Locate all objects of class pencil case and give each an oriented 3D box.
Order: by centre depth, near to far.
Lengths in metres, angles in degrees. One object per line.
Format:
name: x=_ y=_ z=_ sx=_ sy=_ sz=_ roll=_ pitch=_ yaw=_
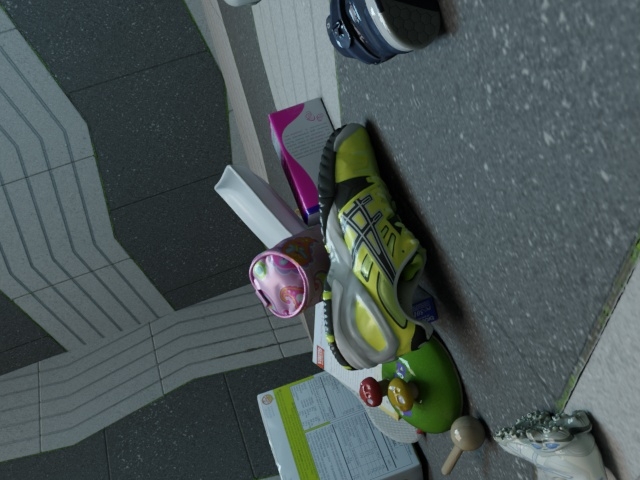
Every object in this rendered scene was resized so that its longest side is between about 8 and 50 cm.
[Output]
pencil case: x=0.003 y=0.033 z=1.124 sx=0.284 sy=0.124 sz=0.124 roll=-30 pitch=-76 yaw=-55

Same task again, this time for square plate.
square plate: x=-0.086 y=-0.021 z=1.417 sx=0.344 sy=0.049 sz=0.347 roll=46 pitch=169 yaw=-7

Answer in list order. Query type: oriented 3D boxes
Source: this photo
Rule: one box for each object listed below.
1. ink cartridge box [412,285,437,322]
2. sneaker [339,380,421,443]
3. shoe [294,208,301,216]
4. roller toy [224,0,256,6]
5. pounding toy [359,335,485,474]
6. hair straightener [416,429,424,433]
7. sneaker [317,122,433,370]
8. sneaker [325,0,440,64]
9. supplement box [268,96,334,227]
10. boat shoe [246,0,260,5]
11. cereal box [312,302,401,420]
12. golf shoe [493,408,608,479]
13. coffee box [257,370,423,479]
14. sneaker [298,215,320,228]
ink cartridge box: x=0.113 y=0.099 z=1.120 sx=0.207 sy=0.097 sz=0.046 roll=-133 pitch=24 yaw=-71
sneaker: x=0.149 y=0.314 z=1.483 sx=0.282 sy=0.102 sz=0.161 roll=53 pitch=-146 yaw=-10
shoe: x=0.000 y=0.000 z=1.798 sx=0.076 sy=0.058 sz=0.219 roll=-46 pitch=64 yaw=46
roller toy: x=-0.131 y=-0.507 z=1.110 sx=0.209 sy=0.146 sz=0.191 roll=-174 pitch=64 yaw=-80
pounding toy: x=0.146 y=0.265 z=1.074 sx=0.237 sy=0.110 sz=0.183 roll=60 pitch=148 yaw=29
hair straightener: x=0.194 y=0.292 z=1.214 sx=0.230 sy=0.047 sz=0.089 roll=87 pitch=161 yaw=-63
sneaker: x=0.086 y=-0.001 z=0.996 sx=0.145 sy=0.147 sz=0.385 roll=29 pitch=-128 yaw=-63
sneaker: x=0.038 y=-0.301 z=0.706 sx=0.163 sy=0.086 sz=0.226 roll=-158 pitch=48 yaw=-75
supplement box: x=-0.015 y=-0.154 z=1.308 sx=0.114 sy=0.111 sz=0.220 roll=103 pitch=147 yaw=-77
boat shoe: x=-0.199 y=-0.597 z=1.472 sx=0.305 sy=0.109 sz=0.091 roll=-129 pitch=25 yaw=-55
cereal box: x=0.083 y=0.219 z=1.284 sx=0.240 sy=0.047 sz=0.173 roll=29 pitch=127 yaw=38
golf shoe: x=0.245 y=0.232 z=0.704 sx=0.086 sy=0.069 sz=0.176 roll=63 pitch=172 yaw=9
coffee box: x=0.062 y=0.575 z=1.738 sx=0.338 sy=0.334 sz=0.338 roll=77 pitch=171 yaw=-46
sneaker: x=0.003 y=-0.012 z=1.635 sx=0.297 sy=0.110 sz=0.130 roll=-139 pitch=38 yaw=-58
